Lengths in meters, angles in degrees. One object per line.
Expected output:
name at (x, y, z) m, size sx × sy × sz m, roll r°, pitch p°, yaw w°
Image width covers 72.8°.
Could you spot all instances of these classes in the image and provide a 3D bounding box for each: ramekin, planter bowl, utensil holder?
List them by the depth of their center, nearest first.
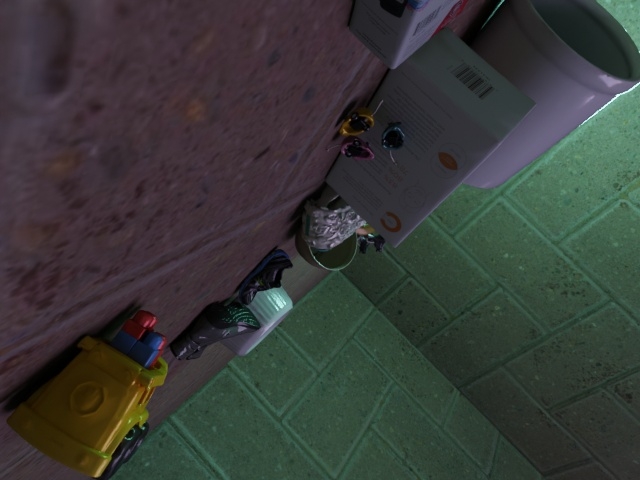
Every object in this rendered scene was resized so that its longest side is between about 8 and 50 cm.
utensil holder at (0.464, -0.351, 1.030) m, size 0.327 × 0.327 × 0.385 m, roll -40°, pitch 173°, yaw -36°
planter bowl at (0.000, 0.000, 1.135) m, size 0.162 × 0.162 × 0.109 m, roll -40°, pitch -161°, yaw -34°
ramekin at (-0.204, 0.239, 1.353) m, size 0.273 × 0.127 × 0.273 m, roll -44°, pitch 173°, yaw -6°

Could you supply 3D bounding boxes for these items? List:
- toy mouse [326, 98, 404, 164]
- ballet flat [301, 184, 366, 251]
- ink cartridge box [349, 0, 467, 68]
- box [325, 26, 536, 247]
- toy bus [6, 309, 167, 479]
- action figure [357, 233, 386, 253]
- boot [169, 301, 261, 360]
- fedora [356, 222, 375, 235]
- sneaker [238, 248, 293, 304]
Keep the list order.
toy mouse at (0.090, -0.176, 0.747) m, size 0.161 × 0.143 × 0.031 m, roll -21°, pitch -126°, yaw 43°
ballet flat at (0.106, -0.127, 1.059) m, size 0.409 × 0.147 × 0.147 m, roll -41°, pitch 172°, yaw -34°
ink cartridge box at (0.108, -0.273, 0.409) m, size 0.127 × 0.072 × 0.175 m, roll -43°, pitch 173°, yaw -16°
box at (0.189, -0.180, 0.842) m, size 0.168 × 0.215 × 0.345 m, roll -41°, pitch 172°, yaw -35°
toy bus at (-0.300, 0.208, 0.645) m, size 0.212 × 0.149 × 0.220 m, roll -60°, pitch 180°, yaw -19°
action figure at (0.062, -0.024, 1.344) m, size 0.275 × 0.141 × 0.164 m, roll 4°, pitch 176°, yaw -30°
boot at (-0.270, 0.238, 1.124) m, size 0.161 × 0.083 × 0.246 m, roll -42°, pitch 157°, yaw 7°
fedora at (0.110, -0.109, 1.226) m, size 0.194 × 0.194 × 0.079 m, roll -41°, pitch -151°, yaw -30°
sneaker at (-0.144, 0.107, 1.130) m, size 0.188 × 0.078 × 0.067 m, roll -46°, pitch 173°, yaw 16°
